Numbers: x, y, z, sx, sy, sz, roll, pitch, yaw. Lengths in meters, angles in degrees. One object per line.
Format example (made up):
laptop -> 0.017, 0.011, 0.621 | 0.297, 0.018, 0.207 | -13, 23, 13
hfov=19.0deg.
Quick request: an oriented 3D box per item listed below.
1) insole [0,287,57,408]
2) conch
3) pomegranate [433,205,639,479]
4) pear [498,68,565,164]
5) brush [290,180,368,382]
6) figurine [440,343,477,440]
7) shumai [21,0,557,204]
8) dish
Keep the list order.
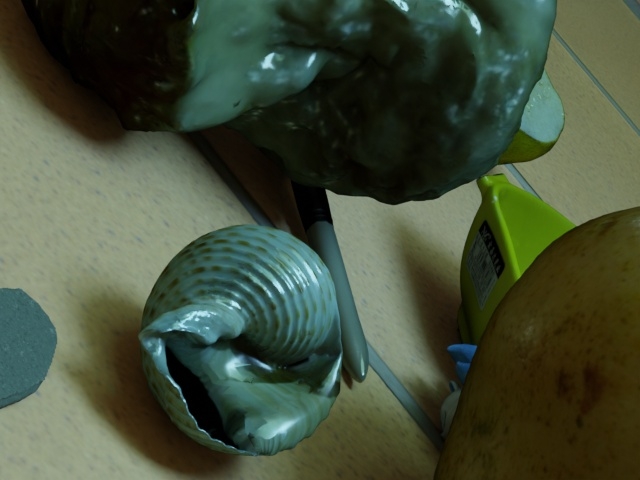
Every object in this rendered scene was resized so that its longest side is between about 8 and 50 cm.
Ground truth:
insole -> -0.182, 0.065, 0.997 | 0.063, 0.010, 0.192 | 47, 21, 0
conch -> -0.051, 0.064, 1.137 | 0.153, 0.102, 0.135 | -29, 88, -36
pomegranate -> 0.259, 0.158, 1.215 | 0.416, 0.416, 0.416 | 40, 21, -19
pear -> 0.172, -0.133, 1.948 | 0.141, 0.104, 0.141 | 21, 53, -31
brush -> 0.000, 0.000, 1.455 | 0.299, 0.039, 0.042 | -104, -176, -49
figurine -> 0.122, 0.120, 1.425 | 0.114, 0.079, 0.114 | 61, 6, -11
shumai -> -0.046, -0.209, 1.377 | 0.323, 0.324, 0.397 | -4, 58, -34
dish -> 0.183, 0.081, 1.566 | 0.221, 0.108, 0.262 | 32, 27, -36
